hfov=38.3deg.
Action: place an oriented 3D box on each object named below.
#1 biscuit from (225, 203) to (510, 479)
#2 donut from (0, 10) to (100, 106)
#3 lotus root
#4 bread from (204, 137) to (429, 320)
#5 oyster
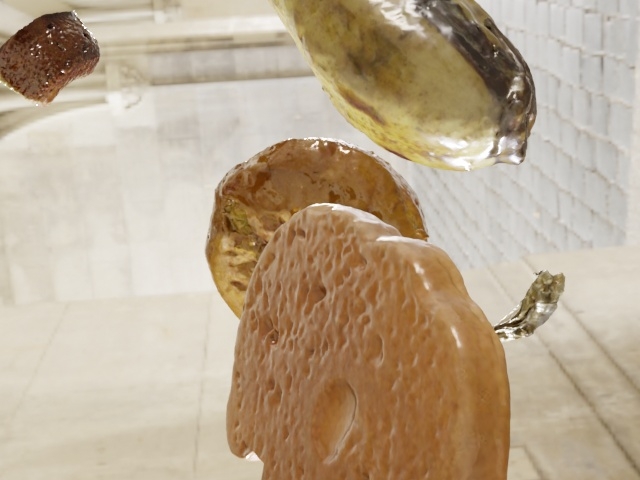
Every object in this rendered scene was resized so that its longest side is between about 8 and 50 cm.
[{"bbox_3d":[0.028,0.148,0.841,0.455,0.078,0.350,55,134,53],"label":"biscuit"},{"bbox_3d":[-0.489,-0.324,1.643,0.144,0.126,0.186,-46,5,21],"label":"donut"},{"bbox_3d":[0.029,-0.134,0.534,0.097,0.110,0.258,-46,64,30],"label":"lotus root"},{"bbox_3d":[-0.005,0.001,1.238,0.172,0.312,0.312,-55,-34,-63],"label":"bread"},{"bbox_3d":[0.175,0.063,0.788,0.034,0.051,0.093,54,124,24],"label":"oyster"}]
